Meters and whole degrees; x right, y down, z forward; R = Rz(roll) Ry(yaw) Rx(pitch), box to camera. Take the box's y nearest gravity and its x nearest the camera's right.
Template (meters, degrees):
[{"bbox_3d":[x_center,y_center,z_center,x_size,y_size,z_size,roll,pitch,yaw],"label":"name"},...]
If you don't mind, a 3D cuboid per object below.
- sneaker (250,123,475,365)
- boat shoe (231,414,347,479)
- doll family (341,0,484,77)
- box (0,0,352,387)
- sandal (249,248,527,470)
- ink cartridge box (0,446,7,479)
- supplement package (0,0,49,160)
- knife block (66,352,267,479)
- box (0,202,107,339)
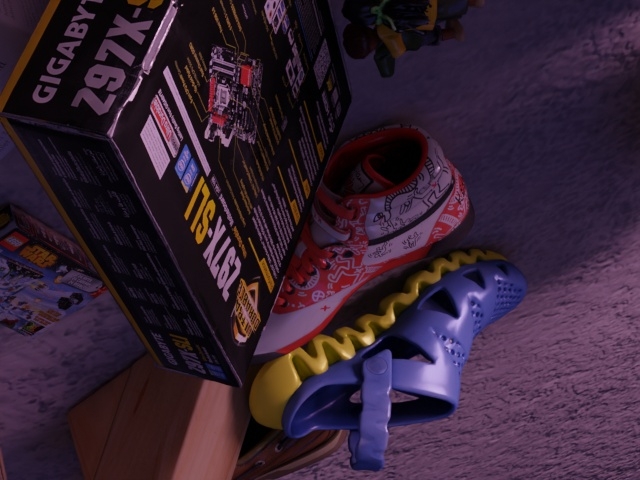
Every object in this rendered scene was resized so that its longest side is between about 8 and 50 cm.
[{"bbox_3d":[0.000,-0.001,1.202,0.270,0.090,0.145,-31,146,2],"label":"sneaker"},{"bbox_3d":[-0.122,0.222,1.431,0.307,0.110,0.104,-31,144,-8],"label":"boat shoe"},{"bbox_3d":[0.056,-0.200,0.957,0.111,0.076,0.193,-15,116,-20],"label":"doll family"},{"bbox_3d":[-0.072,-0.088,0.885,0.079,0.257,0.322,14,154,18],"label":"box"},{"bbox_3d":[0.090,0.124,1.356,0.317,0.138,0.126,-32,149,-23],"label":"sandal"},{"bbox_3d":[-0.383,0.181,1.206,0.193,0.088,0.234,-15,145,-17],"label":"ink cartridge box"},{"bbox_3d":[-0.275,-0.143,0.779,0.139,0.133,0.244,-41,144,22],"label":"supplement package"},{"bbox_3d":[-0.138,0.237,1.302,0.276,0.242,0.088,-36,146,16],"label":"knife block"},{"bbox_3d":[-0.247,0.028,1.136,0.094,0.027,0.137,-31,147,13],"label":"box"}]
